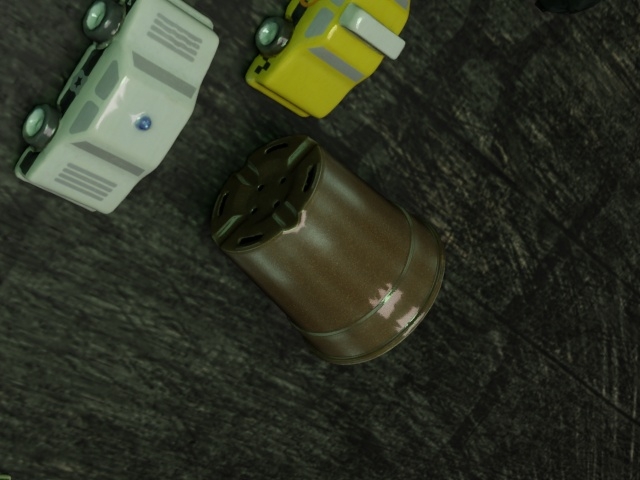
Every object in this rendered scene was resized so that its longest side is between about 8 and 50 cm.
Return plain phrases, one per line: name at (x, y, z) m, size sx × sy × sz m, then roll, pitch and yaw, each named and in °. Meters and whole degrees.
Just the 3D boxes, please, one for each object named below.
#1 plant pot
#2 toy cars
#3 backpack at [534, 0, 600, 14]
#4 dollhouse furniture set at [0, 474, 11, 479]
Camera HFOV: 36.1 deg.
plant pot at (0.000, 0.000, 0.889) m, size 0.167 × 0.167 × 0.165 m, roll -48°, pitch 127°, yaw -2°
toy cars at (-0.060, -0.143, 0.792) m, size 0.394 × 0.087 × 0.176 m, roll -27°, pitch 130°, yaw -21°
backpack at (0.284, -0.309, 0.929) m, size 0.182 × 0.115 × 0.151 m, roll -34°, pitch 130°, yaw -19°
dollhouse furniture set at (-0.284, 0.212, 0.833) m, size 0.091 × 0.114 × 0.081 m, roll 13°, pitch 104°, yaw -39°
